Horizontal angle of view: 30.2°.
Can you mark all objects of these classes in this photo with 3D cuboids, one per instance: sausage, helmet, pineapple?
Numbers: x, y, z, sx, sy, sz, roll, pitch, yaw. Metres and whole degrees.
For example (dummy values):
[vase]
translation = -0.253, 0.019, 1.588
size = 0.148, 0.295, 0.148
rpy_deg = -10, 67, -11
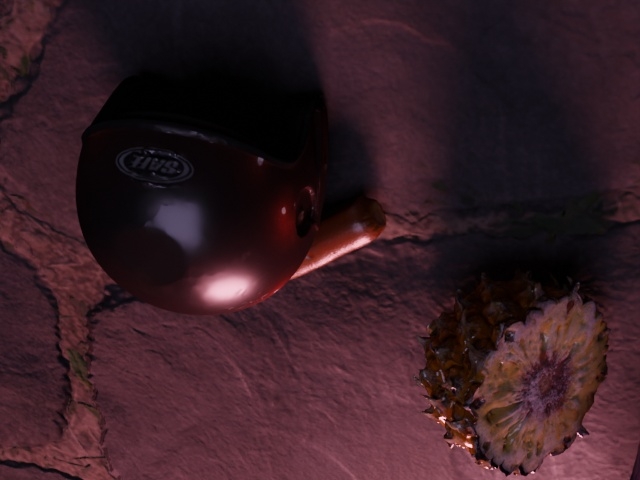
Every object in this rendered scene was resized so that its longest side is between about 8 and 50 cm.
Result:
[sausage]
translation = 0.000, 0.000, 1.014
size = 0.131, 0.041, 0.039
rpy_deg = -27, 99, 33
[helmet]
translation = -0.094, -0.038, 0.939
size = 0.189, 0.193, 0.216
rpy_deg = 9, 170, 14
[pineapple]
translation = 0.140, 0.098, 0.997
size = 0.137, 0.161, 0.176
rpy_deg = 30, 147, 48

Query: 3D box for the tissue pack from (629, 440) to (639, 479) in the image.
[tissue pack]
translation = 0.374, 0.265, 1.006
size = 0.242, 0.160, 0.338
rpy_deg = 11, 129, 13
